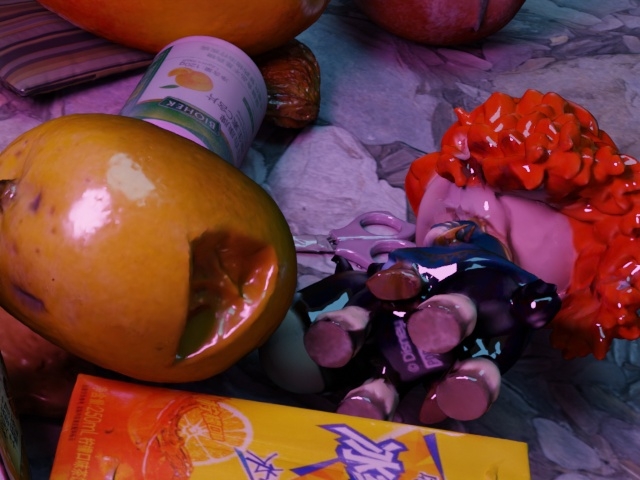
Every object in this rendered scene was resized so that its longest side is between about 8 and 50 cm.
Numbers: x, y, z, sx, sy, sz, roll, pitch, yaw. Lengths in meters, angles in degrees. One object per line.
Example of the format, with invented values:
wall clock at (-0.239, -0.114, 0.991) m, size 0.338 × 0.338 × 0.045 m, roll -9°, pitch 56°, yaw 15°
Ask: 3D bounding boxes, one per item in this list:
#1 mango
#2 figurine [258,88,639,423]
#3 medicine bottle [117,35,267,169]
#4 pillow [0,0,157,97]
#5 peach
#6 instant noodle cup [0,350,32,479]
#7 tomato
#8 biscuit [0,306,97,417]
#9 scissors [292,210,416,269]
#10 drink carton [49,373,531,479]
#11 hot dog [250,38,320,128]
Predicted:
mango at (-0.131, 0.007, 1.234) m, size 0.253 × 0.182 × 0.365 m, roll 23°, pitch 1°, yaw 13°
figurine at (0.129, 0.028, 1.344) m, size 0.412 × 0.306 × 0.241 m, roll -37°, pitch 95°, yaw -30°
medicine bottle at (-0.144, -0.085, 1.521) m, size 0.133 × 0.133 × 0.274 m, roll 14°, pitch 36°, yaw 5°
pillow at (-0.319, -0.226, 1.744) m, size 0.212 × 0.052 × 0.208 m, roll 33°, pitch 33°, yaw 31°
peach at (-0.186, -0.329, 1.642) m, size 0.380 × 0.242 × 0.306 m, roll 17°, pitch -2°, yaw 19°
instant noodle cup at (-0.346, 0.124, 1.079) m, size 0.255 × 0.244 × 0.244 m, roll -18°, pitch 40°, yaw -6°
tomato at (0.139, -0.370, 1.904) m, size 0.265 × 0.265 × 0.265 m, roll 7°, pitch 34°, yaw -5°
biscuit at (-0.315, 0.065, 1.325) m, size 0.269 × 0.051 × 0.376 m, roll 1°, pitch 39°, yaw -16°
scissors at (0.000, 0.001, 1.534) m, size 0.212 × 0.021 × 0.110 m, roll 3°, pitch 33°, yaw -13°
drink carton at (-0.022, 0.210, 1.151) m, size 0.351 × 0.111 × 0.154 m, roll 10°, pitch 35°, yaw -4°
hot dog at (-0.046, -0.167, 1.725) m, size 0.099 × 0.065 × 0.147 m, roll 7°, pitch 38°, yaw -5°
